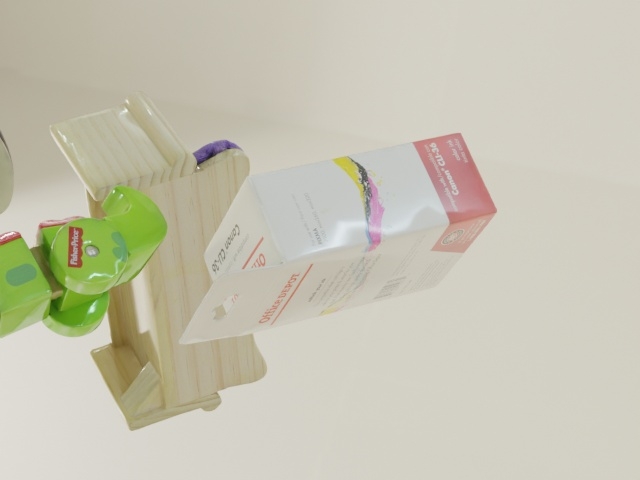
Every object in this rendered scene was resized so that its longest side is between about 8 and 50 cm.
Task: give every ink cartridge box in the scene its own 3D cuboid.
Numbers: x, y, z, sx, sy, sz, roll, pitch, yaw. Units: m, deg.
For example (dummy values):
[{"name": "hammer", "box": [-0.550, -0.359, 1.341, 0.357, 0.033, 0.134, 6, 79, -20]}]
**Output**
[{"name": "ink cartridge box", "box": [0.000, 0.000, 1.049, 0.067, 0.198, 0.115, 67, 152, 20]}]

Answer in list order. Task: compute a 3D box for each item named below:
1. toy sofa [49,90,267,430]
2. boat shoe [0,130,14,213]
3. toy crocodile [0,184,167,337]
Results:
[{"name": "toy sofa", "box": [-0.178, 0.022, 1.819, 0.150, 0.177, 0.362, 50, 152, 47]}, {"name": "boat shoe", "box": [-0.230, -0.075, 1.019, 0.043, 0.049, 0.137, -116, 7, -52]}, {"name": "toy crocodile", "box": [-0.280, 0.043, 1.406, 0.341, 0.105, 0.115, -24, -19, -29]}]
